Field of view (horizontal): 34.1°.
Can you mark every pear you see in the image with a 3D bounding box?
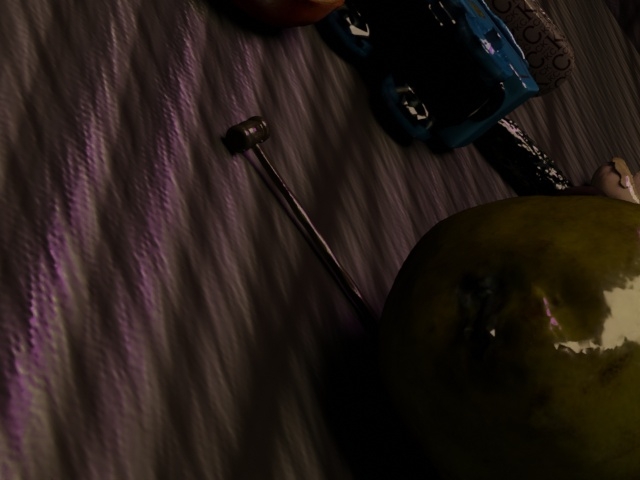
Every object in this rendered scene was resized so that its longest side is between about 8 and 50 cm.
[{"bbox_3d":[0.236,0.115,0.985,0.413,0.352,0.352,1,58,-53],"label":"pear"}]

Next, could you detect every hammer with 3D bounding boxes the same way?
[{"bbox_3d":[0.000,0.000,1.071,0.292,0.029,0.058,56,30,-2],"label":"hammer"}]

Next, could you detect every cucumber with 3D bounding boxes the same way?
[{"bbox_3d":[0.354,-0.094,1.671,0.303,0.072,0.081,48,29,-12],"label":"cucumber"}]

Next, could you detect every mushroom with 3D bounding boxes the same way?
[{"bbox_3d":[0.580,-0.085,1.966,0.154,0.122,0.154,46,23,-26],"label":"mushroom"}]

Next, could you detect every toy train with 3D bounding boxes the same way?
[{"bbox_3d":[0.152,-0.289,1.462,0.300,0.188,0.265,55,23,7],"label":"toy train"}]

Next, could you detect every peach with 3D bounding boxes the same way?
[{"bbox_3d":[-0.064,-0.324,1.277,0.279,0.068,0.189,2,48,-53],"label":"peach"}]

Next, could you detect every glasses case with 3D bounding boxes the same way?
[{"bbox_3d":[0.323,-0.406,1.894,0.354,0.137,0.085,44,31,-21],"label":"glasses case"}]

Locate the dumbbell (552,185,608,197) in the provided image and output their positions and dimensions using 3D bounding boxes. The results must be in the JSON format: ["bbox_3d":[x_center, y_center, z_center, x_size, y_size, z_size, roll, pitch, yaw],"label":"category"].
[{"bbox_3d":[0.375,0.016,1.529,0.140,0.124,0.225,50,28,-8],"label":"dumbbell"}]
